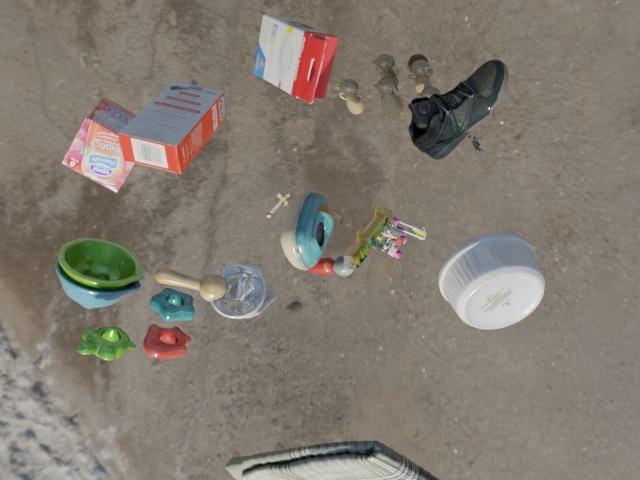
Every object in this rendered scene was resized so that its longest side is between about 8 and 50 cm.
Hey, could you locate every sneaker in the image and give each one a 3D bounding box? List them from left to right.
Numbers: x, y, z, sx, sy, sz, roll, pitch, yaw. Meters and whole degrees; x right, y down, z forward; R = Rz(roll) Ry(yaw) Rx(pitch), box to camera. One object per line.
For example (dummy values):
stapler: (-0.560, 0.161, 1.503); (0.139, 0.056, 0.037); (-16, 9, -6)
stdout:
sneaker: (0.260, -0.265, 1.090); (0.227, 0.130, 0.087); (-46, 52, 26)

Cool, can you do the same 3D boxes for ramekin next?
ramekin: (0.456, 0.118, 1.466); (0.273, 0.127, 0.272); (-6, 132, -7)

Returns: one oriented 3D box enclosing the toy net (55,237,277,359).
toy net: (-0.119, 0.050, 0.524); (0.122, 0.232, 0.045); (42, 118, 38)

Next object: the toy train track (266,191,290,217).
toy train track: (-0.106, -0.090, 1.431); (0.083, 0.048, 0.014); (-47, 48, -4)

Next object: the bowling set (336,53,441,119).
bowling set: (0.197, -0.412, 1.401); (0.287, 0.154, 0.199); (13, 76, 20)

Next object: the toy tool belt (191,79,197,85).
toy tool belt: (-0.210, -0.229, 0.946); (0.051, 0.052, 0.083); (-45, 67, 26)

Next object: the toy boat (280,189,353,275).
toy boat: (0.000, 0.000, 1.714); (0.148, 0.267, 0.318); (-1, 140, 22)

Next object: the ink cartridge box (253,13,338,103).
ink cartridge box: (-0.045, -0.390, 1.203); (0.231, 0.078, 0.134); (40, 126, 40)

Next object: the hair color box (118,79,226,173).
hair color box: (-0.218, -0.175, 0.846); (0.093, 0.167, 0.053); (14, 136, 10)

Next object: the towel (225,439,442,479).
towel: (0.058, 0.401, 0.861); (0.324, 0.056, 0.312); (-24, 128, 39)

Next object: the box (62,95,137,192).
box: (-0.565, -0.266, 1.502); (0.154, 0.300, 0.142); (31, 104, -24)

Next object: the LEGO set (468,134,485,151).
LEGO set: (0.438, -0.284, 1.605); (0.023, 0.054, 0.083); (-36, 61, -4)

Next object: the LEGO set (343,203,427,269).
LEGO set: (0.161, -0.001, 1.259); (0.107, 0.287, 0.132); (25, 106, 20)
